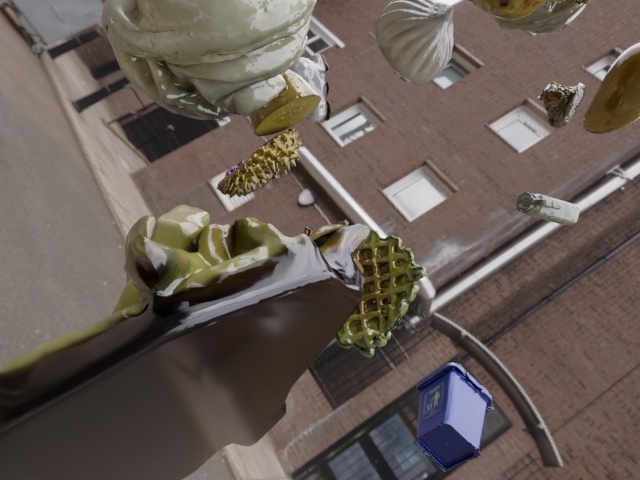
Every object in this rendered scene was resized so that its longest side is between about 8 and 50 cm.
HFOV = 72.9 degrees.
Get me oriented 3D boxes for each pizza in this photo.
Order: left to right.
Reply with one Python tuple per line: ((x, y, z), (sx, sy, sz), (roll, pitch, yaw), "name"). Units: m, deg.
((0.395, -0.461, 0.805), (0.188, 0.204, 0.080), (-11, -114, 62), "pizza")

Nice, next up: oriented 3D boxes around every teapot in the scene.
((0.748, -0.103, 1.410), (0.107, 0.201, 0.077), (-167, -92, -72), "teapot")

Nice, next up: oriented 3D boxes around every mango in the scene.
((0.985, -0.482, 1.387), (0.173, 0.317, 0.211), (31, 22, -4), "mango")

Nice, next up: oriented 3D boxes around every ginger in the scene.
((-0.151, 0.099, 0.484), (0.211, 0.414, 0.358), (47, -48, 31), "ginger")

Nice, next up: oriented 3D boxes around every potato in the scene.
((-0.125, -0.402, 1.202), (0.157, 0.204, 0.178), (59, 20, 6), "potato")

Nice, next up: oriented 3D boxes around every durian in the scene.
((-0.148, -0.222, 1.255), (0.191, 0.341, 0.112), (-22, -73, 37), "durian")

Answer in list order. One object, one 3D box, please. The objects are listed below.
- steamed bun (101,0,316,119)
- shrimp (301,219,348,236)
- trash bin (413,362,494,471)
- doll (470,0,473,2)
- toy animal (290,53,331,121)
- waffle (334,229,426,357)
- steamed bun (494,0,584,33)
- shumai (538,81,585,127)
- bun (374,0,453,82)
((-0.171, -0.337, 0.749), (0.339, 0.353, 0.246), (-22, 101, -58), "steamed bun")
((0.000, 0.000, 0.673), (0.025, 0.127, 0.090), (33, -27, 28), "shrimp")
((0.345, 0.460, 1.124), (0.184, 0.162, 0.234), (43, 29, 1), "trash bin")
((0.464, -0.676, 1.096), (0.259, 0.195, 0.153), (18, -53, 12), "doll")
((-0.157, -0.492, 1.365), (0.193, 0.358, 0.257), (109, -30, -42), "toy animal")
((0.102, 0.119, 1.103), (0.297, 0.317, 0.073), (33, -7, 38), "waffle")
((0.644, -0.754, 1.225), (0.219, 0.311, 0.323), (-84, 173, -59), "steamed bun")
((0.718, -0.420, 1.309), (0.116, 0.145, 0.145), (31, -20, 21), "shumai")
((0.306, -0.613, 1.263), (0.175, 0.263, 0.263), (-25, -83, 54), "bun")
